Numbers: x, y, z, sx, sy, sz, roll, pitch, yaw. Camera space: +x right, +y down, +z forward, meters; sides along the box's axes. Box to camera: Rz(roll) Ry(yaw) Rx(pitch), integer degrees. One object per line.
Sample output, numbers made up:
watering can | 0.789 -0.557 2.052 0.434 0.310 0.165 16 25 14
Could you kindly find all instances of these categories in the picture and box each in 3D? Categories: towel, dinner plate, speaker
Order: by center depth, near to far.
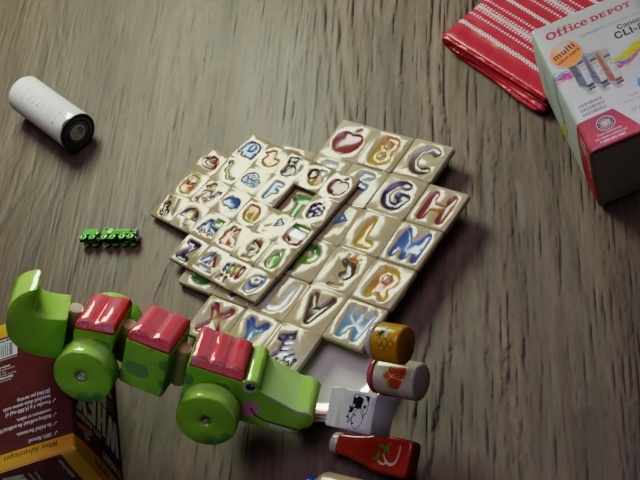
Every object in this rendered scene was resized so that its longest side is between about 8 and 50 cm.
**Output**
dinner plate | 0.016 0.138 1.541 0.141 0.017 0.141 -11 50 13
towel | 0.307 -0.284 1.748 0.275 0.031 0.199 -39 50 -11
speaker | -0.365 -0.173 1.915 0.055 0.055 0.136 -44 50 -15

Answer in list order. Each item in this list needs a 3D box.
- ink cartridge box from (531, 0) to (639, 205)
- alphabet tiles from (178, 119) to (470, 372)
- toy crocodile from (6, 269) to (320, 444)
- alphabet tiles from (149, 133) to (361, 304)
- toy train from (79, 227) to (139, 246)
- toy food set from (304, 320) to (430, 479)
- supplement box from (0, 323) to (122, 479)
ink cartridge box | 0.325 -0.157 1.557 0.128 0.127 0.176 -23 59 4
alphabet tiles | 0.000 0.000 1.645 0.285 0.011 0.342 18 62 38
toy crocodile | -0.163 0.119 1.479 0.340 0.105 0.115 19 35 2
alphabet tiles | -0.095 -0.036 1.713 0.237 0.009 0.198 25 66 40
toy train | -0.262 -0.005 1.767 0.083 0.017 0.024 -1 43 21
toy food set | 0.031 0.194 1.419 0.104 0.111 0.232 8 83 33
supplement box | -0.331 0.206 1.552 0.191 0.129 0.194 -18 49 7
